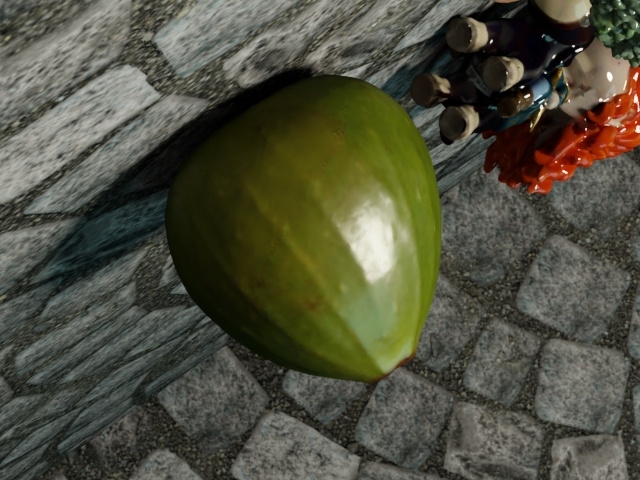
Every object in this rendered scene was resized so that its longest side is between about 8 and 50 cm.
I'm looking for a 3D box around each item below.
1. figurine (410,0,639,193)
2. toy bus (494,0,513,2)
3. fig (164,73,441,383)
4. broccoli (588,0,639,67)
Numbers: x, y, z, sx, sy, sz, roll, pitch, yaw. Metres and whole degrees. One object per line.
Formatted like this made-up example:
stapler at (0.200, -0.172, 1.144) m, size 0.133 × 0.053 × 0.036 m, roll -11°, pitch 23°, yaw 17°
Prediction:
figurine at (0.289, -0.220, 2.021) m, size 0.306 × 0.241 × 0.412 m, roll -56°, pitch 151°, yaw 5°
toy bus at (0.219, -0.300, 1.266) m, size 0.288 × 0.194 × 0.232 m, roll -32°, pitch 180°, yaw -22°
fig at (0.000, 0.000, 1.649) m, size 0.316 × 0.316 × 0.316 m, roll -34°, pitch 172°, yaw -5°
broccoli at (0.367, -0.307, 1.527) m, size 0.277 × 0.338 × 0.317 m, roll -8°, pitch -155°, yaw 20°
